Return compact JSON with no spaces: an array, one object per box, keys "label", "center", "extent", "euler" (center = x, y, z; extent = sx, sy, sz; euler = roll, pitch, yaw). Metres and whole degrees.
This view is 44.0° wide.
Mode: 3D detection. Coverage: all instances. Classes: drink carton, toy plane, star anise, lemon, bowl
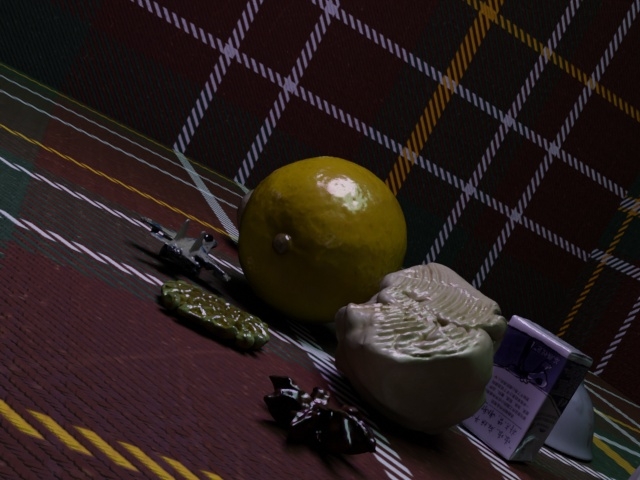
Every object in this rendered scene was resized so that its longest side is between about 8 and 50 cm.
[{"label":"drink carton","center":[0.357,0.265,1.404],"extent":[0.101,0.222,0.134],"euler":[21,10,-48]},{"label":"toy plane","center":[-0.233,0.020,1.457],"extent":[0.192,0.088,0.262],"euler":[35,-3,6]},{"label":"star anise","center":[-0.001,0.217,0.969],"extent":[0.167,0.057,0.168],"euler":[24,-2,1]},{"label":"lemon","center":[0.000,0.000,1.513],"extent":[0.347,0.348,0.348],"euler":[29,6,-3]},{"label":"bowl","center":[0.495,0.335,1.792],"extent":[0.345,0.157,0.345],"euler":[28,7,-4]}]

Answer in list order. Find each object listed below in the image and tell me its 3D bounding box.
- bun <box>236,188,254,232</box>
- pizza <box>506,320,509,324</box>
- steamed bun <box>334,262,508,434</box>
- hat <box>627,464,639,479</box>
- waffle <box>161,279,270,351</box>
[{"label":"bun","center":[-0.095,0.000,1.932],"extent":[0.287,0.146,0.287],"euler":[40,-4,3]},{"label":"pizza","center":[0.319,0.228,1.890],"extent":[0.296,0.071,0.189],"euler":[13,-31,-5]},{"label":"steamed bun","center":[0.155,0.181,1.272],"extent":[0.275,0.203,0.289],"euler":[0,25,-13]},{"label":"hat","center":[0.450,0.426,1.019],"extent":[0.258,0.168,0.301],"euler":[57,-6,27]},{"label":"waffle","center":[-0.159,0.110,1.210],"extent":[0.183,0.036,0.169],"euler":[29,4,-9]}]
